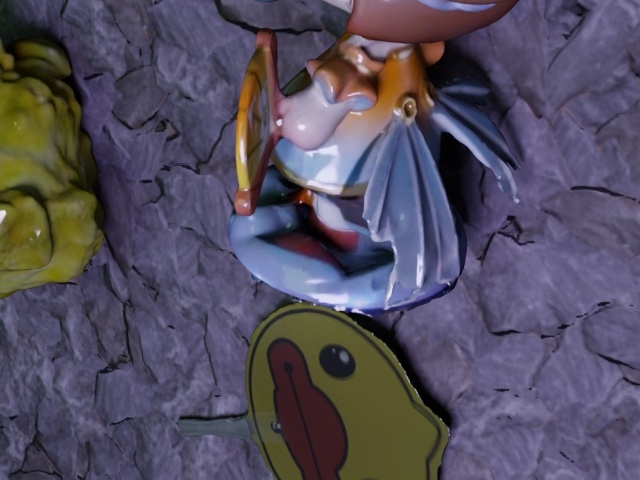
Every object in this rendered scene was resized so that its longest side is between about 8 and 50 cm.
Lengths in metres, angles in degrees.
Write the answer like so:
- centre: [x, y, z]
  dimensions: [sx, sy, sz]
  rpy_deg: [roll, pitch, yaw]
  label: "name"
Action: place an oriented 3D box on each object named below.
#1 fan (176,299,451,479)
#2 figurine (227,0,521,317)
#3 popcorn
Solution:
- centre: [-0.016, 0.163, 1.262]
  dimensions: [0.335, 0.011, 0.230]
  rpy_deg: [-6, 103, 43]
  label: "fan"
- centre: [0.066, -0.140, 0.961]
  dimensions: [0.248, 0.276, 0.388]
  rpy_deg: [22, 124, 20]
  label: "figurine"
- centre: [-0.332, -0.068, 1.347]
  dimensions: [0.241, 0.235, 0.250]
  rpy_deg: [-10, 81, -1]
  label: "popcorn"
